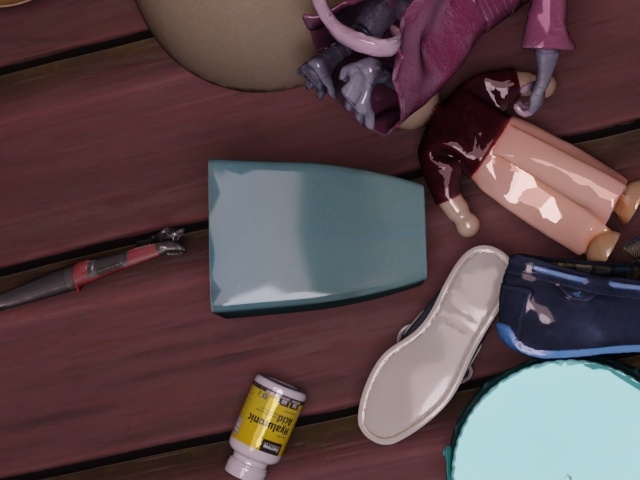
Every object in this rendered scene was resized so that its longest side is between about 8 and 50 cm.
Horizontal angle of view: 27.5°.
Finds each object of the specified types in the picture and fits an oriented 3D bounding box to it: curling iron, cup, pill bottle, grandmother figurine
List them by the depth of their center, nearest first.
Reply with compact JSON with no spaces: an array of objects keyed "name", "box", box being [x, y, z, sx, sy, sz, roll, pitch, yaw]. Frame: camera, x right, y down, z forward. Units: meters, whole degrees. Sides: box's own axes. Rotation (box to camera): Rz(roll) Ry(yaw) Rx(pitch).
[{"name":"grandmother figurine","box":[0.195,-0.108,1.470,0.342,0.104,0.207,30,72,9]},{"name":"cup","box":[-0.086,-0.352,1.473,0.331,0.237,0.331,-1,85,9]},{"name":"pill bottle","box":[-0.066,0.217,1.501,0.065,0.065,0.116,22,90,11]},{"name":"curling iron","box":[-0.279,0.042,1.563,0.274,0.068,0.035,-20,83,13]}]

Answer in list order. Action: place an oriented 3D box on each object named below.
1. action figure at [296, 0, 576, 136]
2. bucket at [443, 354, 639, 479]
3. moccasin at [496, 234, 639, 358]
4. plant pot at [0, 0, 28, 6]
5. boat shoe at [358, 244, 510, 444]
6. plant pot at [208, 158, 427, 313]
[{"name":"action figure","box":[0.144,-0.274,1.367,0.370,0.275,0.248,-33,61,-7]},{"name":"bucket","box":[0.264,0.247,1.379,0.281,0.183,0.281,-1,84,11]},{"name":"moccasin","box":[0.350,0.048,1.353,0.342,0.138,0.116,-6,99,-22]},{"name":"plant pot","box":[-0.392,-0.403,1.636,0.236,0.032,0.236,-1,84,10]},{"name":"boat shoe","box":[0.131,0.118,1.469,0.095,0.079,0.254,29,88,14]},{"name":"plant pot","box":[0.000,0.000,1.466,0.234,0.165,0.165,-1,84,2]}]
